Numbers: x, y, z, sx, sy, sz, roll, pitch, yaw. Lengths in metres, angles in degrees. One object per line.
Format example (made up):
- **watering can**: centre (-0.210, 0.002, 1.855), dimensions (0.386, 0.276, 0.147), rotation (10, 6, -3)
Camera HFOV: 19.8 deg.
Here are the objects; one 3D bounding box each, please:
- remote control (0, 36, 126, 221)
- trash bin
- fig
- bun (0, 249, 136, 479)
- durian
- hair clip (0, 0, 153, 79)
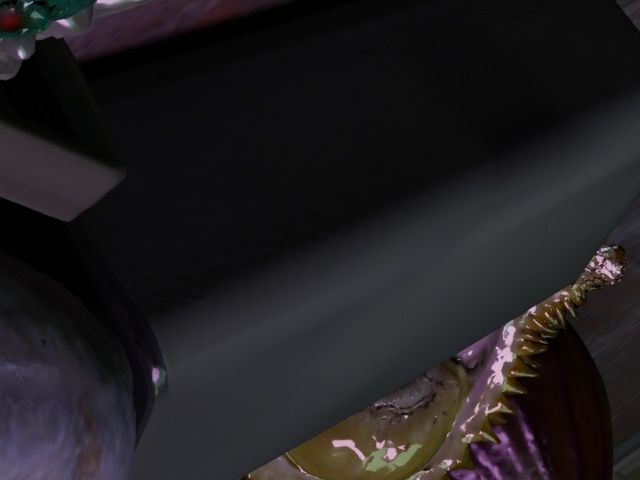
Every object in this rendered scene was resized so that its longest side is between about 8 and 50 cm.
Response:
- **remote control**: centre (-0.158, -0.086, 0.575), dimensions (0.038, 0.123, 0.285), rotation (-36, 157, 11)
- **trash bin**: centre (-0.001, -0.001, 0.939), dimensions (0.343, 0.158, 0.223), rotation (-22, 157, -29)
- **fig**: centre (0.164, 0.195, 1.385), dimensions (0.217, 0.321, 0.217), rotation (-34, 162, -13)
- **bun**: centre (-0.247, 0.086, 0.713), dimensions (0.354, 0.194, 0.354), rotation (-19, 155, -9)
- **durian**: centre (0.044, 0.063, 1.159), dimensions (0.306, 0.172, 0.166), rotation (-21, 141, 2)
- **hair clip**: centre (-0.063, -0.176, 0.361), dimensions (0.138, 0.091, 0.321), rotation (-22, 124, -23)
